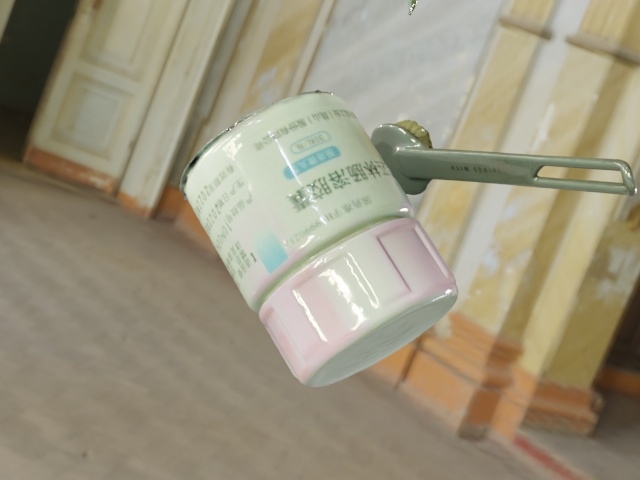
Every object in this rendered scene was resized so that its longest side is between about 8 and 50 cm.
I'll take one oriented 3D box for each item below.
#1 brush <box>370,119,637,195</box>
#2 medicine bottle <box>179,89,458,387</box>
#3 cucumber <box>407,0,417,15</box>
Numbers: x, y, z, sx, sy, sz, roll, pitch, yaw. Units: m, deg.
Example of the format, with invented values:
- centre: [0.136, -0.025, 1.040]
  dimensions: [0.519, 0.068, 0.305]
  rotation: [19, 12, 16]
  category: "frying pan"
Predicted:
- centre: [0.126, -0.054, 0.915]
  dimensions: [0.027, 0.062, 0.266]
  rotation: [-34, 25, -28]
  category: "brush"
- centre: [0.000, 0.000, 0.871]
  dimensions: [0.168, 0.135, 0.135]
  rotation: [60, 19, 15]
  category: "medicine bottle"
- centre: [0.020, -0.179, 0.636]
  dimensions: [0.037, 0.037, 0.155]
  rotation: [10, 50, -57]
  category: "cucumber"
